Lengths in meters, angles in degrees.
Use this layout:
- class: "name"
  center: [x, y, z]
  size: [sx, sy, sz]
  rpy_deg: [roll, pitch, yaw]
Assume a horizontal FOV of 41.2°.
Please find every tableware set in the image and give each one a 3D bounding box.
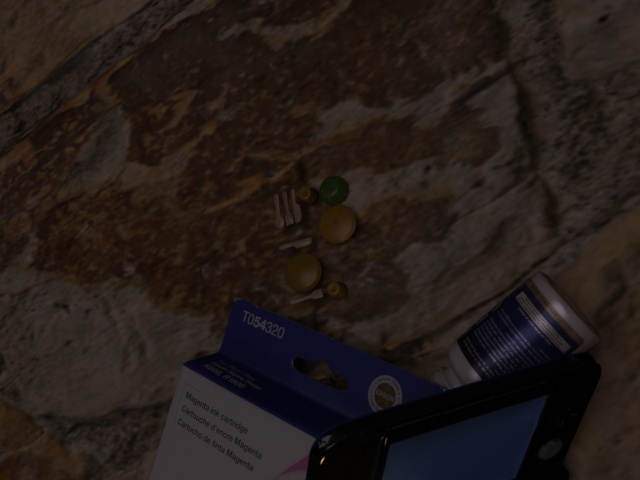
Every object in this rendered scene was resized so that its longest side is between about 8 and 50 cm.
- class: "tableware set"
  center: [0.000, 0.000, 1.040]
  size: [0.104, 0.024, 0.154]
  rpy_deg: [-16, 72, 19]

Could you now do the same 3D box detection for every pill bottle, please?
- class: "pill bottle"
  center: [0.192, 0.119, 0.877]
  size: [0.169, 0.094, 0.094]
  rpy_deg: [-42, 65, 13]

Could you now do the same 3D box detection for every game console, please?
- class: "game console"
  center: [0.143, 0.267, 0.750]
  size: [0.173, 0.293, 0.250]
  rpy_deg: [-125, 32, -43]

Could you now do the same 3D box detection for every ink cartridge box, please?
- class: "ink cartridge box"
  center: [-0.053, 0.261, 0.941]
  size: [0.324, 0.071, 0.330]
  rpy_deg: [18, 94, 39]
